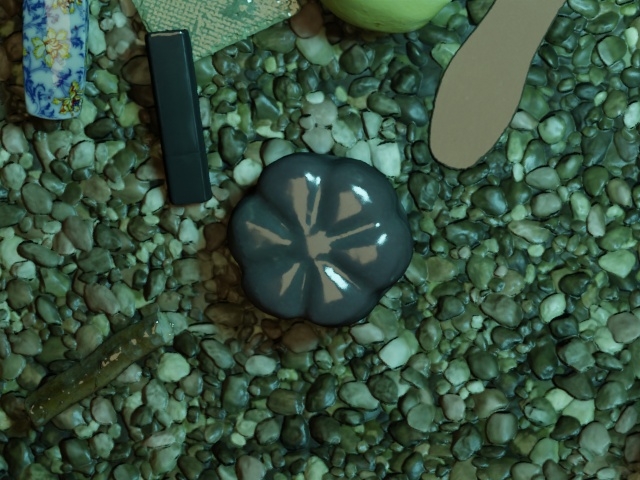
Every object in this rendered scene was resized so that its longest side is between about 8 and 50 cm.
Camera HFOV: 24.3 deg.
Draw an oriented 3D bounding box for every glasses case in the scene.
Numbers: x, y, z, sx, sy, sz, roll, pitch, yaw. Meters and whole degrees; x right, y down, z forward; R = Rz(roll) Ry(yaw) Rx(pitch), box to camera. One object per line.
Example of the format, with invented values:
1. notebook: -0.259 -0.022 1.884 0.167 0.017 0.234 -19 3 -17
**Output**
1. glasses case: -0.346 -0.281 1.940 0.086 0.065 0.248 5 102 3

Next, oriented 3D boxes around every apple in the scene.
1. apple: 0.076 -0.352 1.850 0.200 0.200 0.200 0 102 2

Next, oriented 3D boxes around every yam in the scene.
1. yam: -0.306 0.177 2.045 0.241 0.057 0.057 -34 99 8

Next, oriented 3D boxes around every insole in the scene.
1. insole: 0.237 -0.243 1.955 0.111 0.007 0.328 27 102 -5

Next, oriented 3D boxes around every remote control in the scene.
1. remote control: -0.187 -0.161 1.961 0.063 0.025 0.245 -7 114 0

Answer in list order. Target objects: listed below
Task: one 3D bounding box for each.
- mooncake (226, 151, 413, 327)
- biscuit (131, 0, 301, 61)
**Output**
1. mooncake: 0.000 0.000 1.959 0.244 0.133 0.245 1 99 9
2. biscuit: -0.137 -0.312 1.938 0.199 0.040 0.121 -24 101 8
